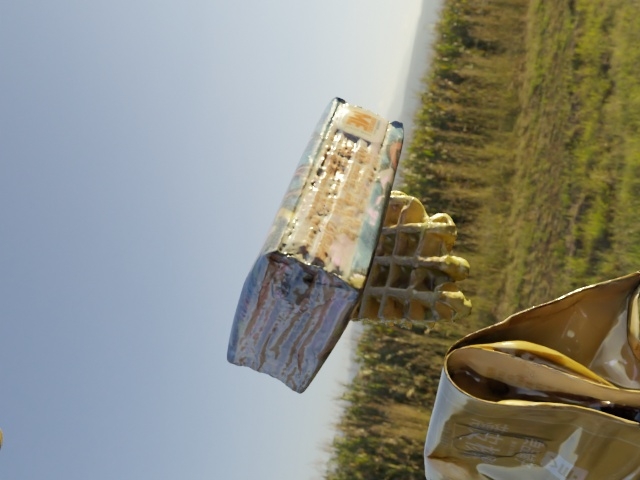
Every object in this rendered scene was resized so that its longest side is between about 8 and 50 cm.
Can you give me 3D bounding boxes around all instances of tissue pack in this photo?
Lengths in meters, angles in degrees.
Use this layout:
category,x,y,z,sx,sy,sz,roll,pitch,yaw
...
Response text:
category,x,y,z,sx,sy,sz,roll,pitch,yaw
tissue pack,0.000,0.000,0.386,0.115,0.065,0.155,116,177,-46

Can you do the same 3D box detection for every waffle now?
category,x,y,z,sx,sy,sz,roll,pitch,yaw
waffle,0.056,0.041,0.558,0.192,0.046,0.160,-50,38,38

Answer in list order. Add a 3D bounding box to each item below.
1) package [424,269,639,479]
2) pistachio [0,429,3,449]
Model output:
category,x,y,z,sx,sy,sz,roll,pitch,yaw
package,0.232,0.200,0.597,0.311,0.222,0.165,84,162,-52
pistachio,-0.677,0.393,1.155,0.184,0.125,0.124,-65,-6,13
